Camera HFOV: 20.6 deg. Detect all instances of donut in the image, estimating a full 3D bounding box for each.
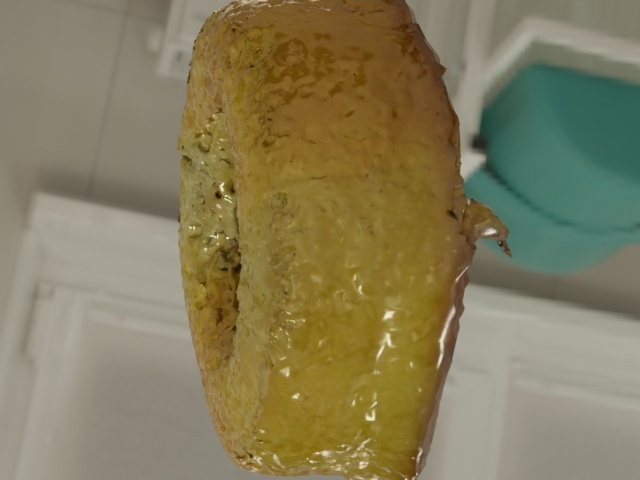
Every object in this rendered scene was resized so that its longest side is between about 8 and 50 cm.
[{"bbox_3d":[0.000,-0.002,0.844,0.118,0.253,0.253,-6,165,-14],"label":"donut"}]
